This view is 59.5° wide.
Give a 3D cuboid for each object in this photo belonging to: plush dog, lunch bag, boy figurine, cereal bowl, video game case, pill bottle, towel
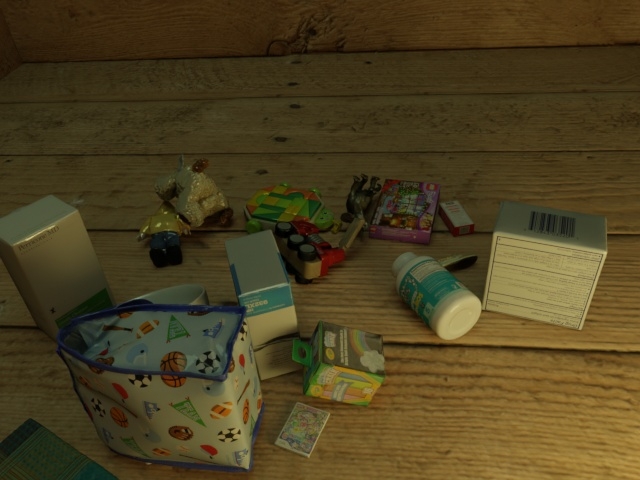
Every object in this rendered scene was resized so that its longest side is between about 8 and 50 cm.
[{"bbox_3d":[-0.410,-0.159,1.941,0.262,0.225,0.210,39,88,33],"label":"plush dog"},{"bbox_3d":[-0.336,0.306,1.200,0.386,0.327,0.239,-1,34,8],"label":"lunch bag"},{"bbox_3d":[-0.530,-0.032,1.890,0.177,0.092,0.285,-12,38,-9],"label":"boy figurine"},{"bbox_3d":[-0.441,0.239,1.447,0.339,0.141,0.339,-16,11,3],"label":"cereal bowl"},{"bbox_3d":[-0.041,0.439,1.303,0.087,0.011,0.122,13,42,20],"label":"video game case"},{"bbox_3d":[0.305,0.140,1.540,0.146,0.146,0.264,-20,40,-19],"label":"pill bottle"},{"bbox_3d":[-0.619,0.558,1.193,0.370,0.040,0.271,18,42,29],"label":"towel"}]

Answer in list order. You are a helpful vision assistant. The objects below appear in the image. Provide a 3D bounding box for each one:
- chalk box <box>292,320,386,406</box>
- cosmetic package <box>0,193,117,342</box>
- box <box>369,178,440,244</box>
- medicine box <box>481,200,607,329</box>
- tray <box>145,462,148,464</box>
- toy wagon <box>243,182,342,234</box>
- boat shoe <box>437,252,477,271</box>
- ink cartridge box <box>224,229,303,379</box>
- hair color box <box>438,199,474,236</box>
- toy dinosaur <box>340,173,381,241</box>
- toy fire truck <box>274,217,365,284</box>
[{"bbox_3d":[0.031,0.290,1.336,0.213,0.132,0.132,14,38,-10],"label":"chalk box"},{"bbox_3d":[-0.727,0.084,1.540,0.155,0.365,0.197,24,47,32],"label":"cosmetic package"},{"bbox_3d":[0.294,-0.106,1.923,0.201,0.057,0.293,7,40,14],"label":"box"},{"bbox_3d":[0.584,0.068,1.485,0.264,0.289,0.149,11,43,19],"label":"medicine box"},{"bbox_3d":[-0.369,0.411,1.359,0.145,0.030,0.270,-16,39,-15],"label":"tray"},{"bbox_3d":[-0.089,-0.101,1.949,0.345,0.068,0.267,12,41,20],"label":"toy wagon"},{"bbox_3d":[0.411,0.061,1.705,0.135,0.050,0.045,-14,44,-12],"label":"boat shoe"},{"bbox_3d":[-0.140,0.165,1.424,0.129,0.307,0.223,-15,39,-9],"label":"ink cartridge box"},{"bbox_3d":[0.455,-0.075,1.880,0.072,0.043,0.141,-10,39,-6],"label":"hair color box"},{"bbox_3d":[0.135,-0.142,1.926,0.121,0.160,0.313,27,27,-3],"label":"toy dinosaur"},{"bbox_3d":[0.000,0.000,1.765,0.246,0.158,0.217,-14,37,-30],"label":"toy fire truck"}]
